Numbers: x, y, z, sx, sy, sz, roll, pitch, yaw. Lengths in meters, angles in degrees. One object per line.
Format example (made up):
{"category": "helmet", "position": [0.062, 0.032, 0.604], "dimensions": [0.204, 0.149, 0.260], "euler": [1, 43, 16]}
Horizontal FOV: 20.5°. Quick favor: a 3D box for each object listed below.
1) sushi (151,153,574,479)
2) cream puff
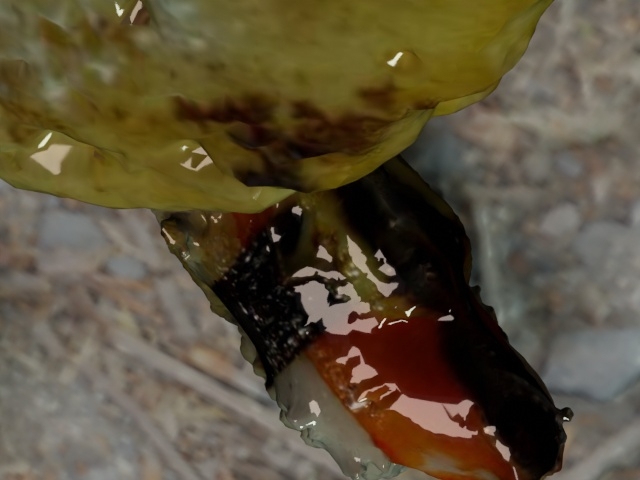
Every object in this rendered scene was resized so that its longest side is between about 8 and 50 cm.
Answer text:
{"category": "sushi", "position": [-0.003, 0.002, 0.608], "dimensions": [0.103, 0.097, 0.226], "euler": [-35, 87, 20]}
{"category": "cream puff", "position": [-0.054, -0.183, 0.467], "dimensions": [0.324, 0.257, 0.291], "euler": [8, 149, 16]}
